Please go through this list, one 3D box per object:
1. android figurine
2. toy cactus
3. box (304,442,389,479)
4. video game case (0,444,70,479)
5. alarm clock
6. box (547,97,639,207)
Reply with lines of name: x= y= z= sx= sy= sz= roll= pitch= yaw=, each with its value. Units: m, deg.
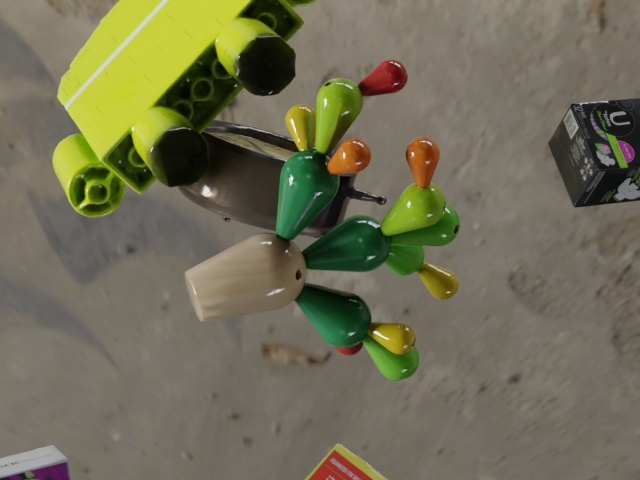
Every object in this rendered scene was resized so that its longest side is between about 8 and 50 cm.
android figurine: x=-0.105 y=-0.129 z=1.158 sx=0.248 sy=0.273 sz=0.056 roll=-47 pitch=118 yaw=1
toy cactus: x=0.000 y=0.000 z=1.028 sx=0.181 sy=0.219 sz=0.112 roll=-18 pitch=37 yaw=-12
box: x=-0.031 y=0.219 z=0.802 sx=0.232 sy=0.058 sz=0.087 roll=-47 pitch=46 yaw=-10
video game case: x=-0.255 y=0.270 z=1.052 sx=0.210 sy=0.042 sz=0.232 roll=-11 pitch=103 yaw=-25
alarm clock: x=-0.057 y=-0.051 z=1.185 sx=0.192 sy=0.129 sz=0.064 roll=25 pitch=104 yaw=26
box: x=0.222 y=-0.066 z=1.183 sx=0.083 sy=0.052 sz=0.062 roll=-6 pitch=60 yaw=-19
